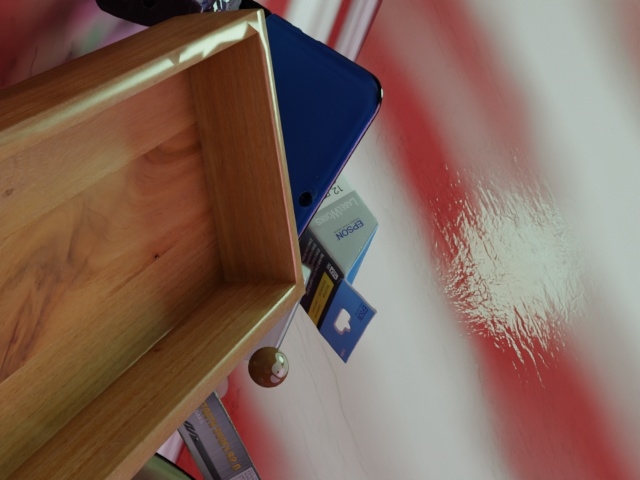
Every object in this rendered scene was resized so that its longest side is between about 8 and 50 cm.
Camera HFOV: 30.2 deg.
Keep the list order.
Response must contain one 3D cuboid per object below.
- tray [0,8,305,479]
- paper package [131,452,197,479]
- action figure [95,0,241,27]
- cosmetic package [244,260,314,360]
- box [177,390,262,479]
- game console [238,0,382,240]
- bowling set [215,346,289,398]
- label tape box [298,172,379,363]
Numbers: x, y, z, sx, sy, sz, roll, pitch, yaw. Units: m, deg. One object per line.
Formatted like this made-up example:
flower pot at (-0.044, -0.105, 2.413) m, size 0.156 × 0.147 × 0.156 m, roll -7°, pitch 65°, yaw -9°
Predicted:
tray at (-0.129, 0.015, 0.644) m, size 0.411 × 0.076 × 0.203 m, roll -44°, pitch 130°, yaw -59°
paper package at (-0.252, 0.360, 1.248) m, size 0.309 × 0.168 × 0.325 m, roll -55°, pitch 175°, yaw -11°
action figure at (-0.098, -0.176, 0.945) m, size 0.285 × 0.099 × 0.185 m, roll -72°, pitch 175°, yaw -67°
cosmetic package at (-0.125, 0.078, 1.794) m, size 0.151 × 0.183 × 0.152 m, roll -55°, pitch 168°, yaw -82°
box at (-0.134, 0.202, 1.347) m, size 0.056 × 0.231 × 0.183 m, roll -28°, pitch -179°, yaw -7°
game console at (-0.077, -0.063, 1.131) m, size 0.293 × 0.173 × 0.250 m, roll -57°, pitch 179°, yaw 7°
bowling set at (-0.137, 0.105, 1.548) m, size 0.154 × 0.199 × 0.287 m, roll 85°, pitch 16°, yaw -44°
label tape box at (0.000, 0.000, 1.935) m, size 0.115 × 0.348 × 0.249 m, roll -32°, pitch 165°, yaw -21°
